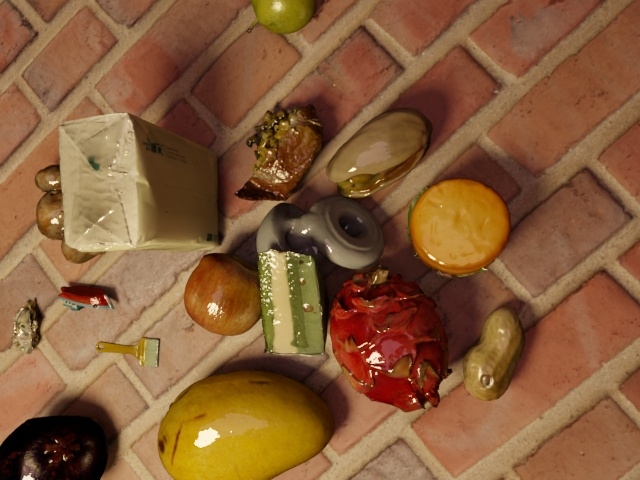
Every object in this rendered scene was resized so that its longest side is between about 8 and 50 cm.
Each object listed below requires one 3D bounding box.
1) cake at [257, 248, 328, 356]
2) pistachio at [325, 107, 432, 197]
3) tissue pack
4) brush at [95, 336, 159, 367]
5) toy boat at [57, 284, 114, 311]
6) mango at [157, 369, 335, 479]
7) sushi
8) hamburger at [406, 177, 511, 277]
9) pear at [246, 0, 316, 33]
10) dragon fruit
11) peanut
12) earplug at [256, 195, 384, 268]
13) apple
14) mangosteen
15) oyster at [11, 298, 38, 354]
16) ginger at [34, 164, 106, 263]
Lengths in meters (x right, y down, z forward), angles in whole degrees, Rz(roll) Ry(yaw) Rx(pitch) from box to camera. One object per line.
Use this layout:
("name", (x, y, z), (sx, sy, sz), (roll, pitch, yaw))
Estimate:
("cake", (-0.064, 0.120, 1.072), (0.158, 0.172, 0.283), (0, 115, 7))
("pistachio", (0.146, -0.227, 1.082), (0.288, 0.166, 0.197), (-28, 47, 7))
("tissue pack", (-0.417, -0.116, 1.066), (0.207, 0.380, 0.296), (-4, 90, 14))
("brush", (-0.569, 0.322, 1.270), (0.205, 0.011, 0.083), (3, 90, 11))
("toy boat", (-0.681, 0.173, 1.263), (0.173, 0.069, 0.058), (7, 111, 11))
("mango", (-0.186, 0.486, 1.099), (0.446, 0.220, 0.301), (-4, 86, 6))
("sushi", (-0.106, -0.233, 1.133), (0.179, 0.167, 0.296), (32, 102, -14))
("hamburger", (0.329, -0.028, 1.043), (0.246, 0.170, 0.245), (-3, 76, 12))
("pear", (-0.117, -0.630, 1.143), (0.216, 0.166, 0.180), (-23, 99, 30))
("dragon fruit", (0.158, 0.225, 1.020), (0.278, 0.277, 0.342), (-12, 91, 9))
("peanut", (0.421, 0.274, 1.053), (0.120, 0.110, 0.236), (19, 91, 23))
("earplug", (0.000, -0.008, 1.090), (0.326, 0.175, 0.214), (-4, 51, -2))
("apple", (-0.240, 0.138, 1.115), (0.211, 0.211, 0.187), (29, 94, 9))
("mangosteen", (-0.736, 0.603, 1.184), (0.288, 0.287, 0.232), (-4, 79, 10))
("oyster", (-0.880, 0.264, 1.302), (0.109, 0.053, 0.165), (15, 100, 36))
("ginger", (-0.688, -0.078, 1.223), (0.304, 0.155, 0.244), (27, 95, 8))
